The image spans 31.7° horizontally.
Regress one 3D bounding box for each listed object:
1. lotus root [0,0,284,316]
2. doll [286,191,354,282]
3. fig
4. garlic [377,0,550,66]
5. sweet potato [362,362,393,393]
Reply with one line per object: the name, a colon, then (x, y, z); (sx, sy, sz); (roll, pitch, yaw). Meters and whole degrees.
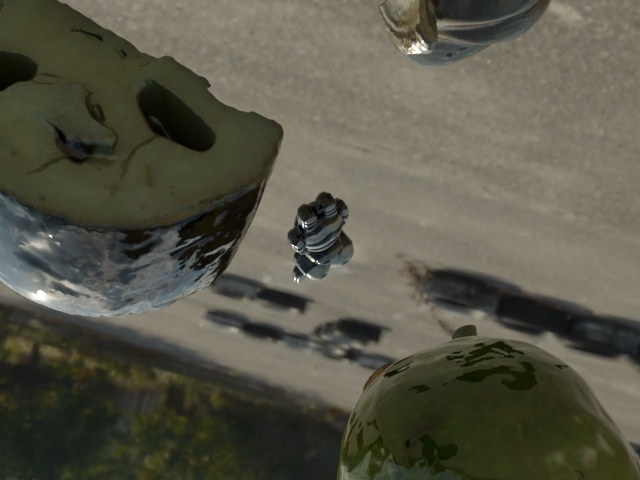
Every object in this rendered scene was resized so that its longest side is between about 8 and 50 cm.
lotus root: (-0.143, -0.052, 0.599); (0.235, 0.138, 0.119); (35, 145, 15)
doll: (0.000, 0.000, 1.511); (0.067, 0.091, 0.219); (50, 167, 17)
fig: (0.126, 0.186, 0.849); (0.233, 0.233, 0.314); (15, 180, 5)
garlic: (0.233, -0.364, 1.781); (0.325, 0.132, 0.279); (-18, -178, -28)
sweet potato: (0.184, 0.213, 1.346); (0.286, 0.112, 0.085); (8, 175, -18)
